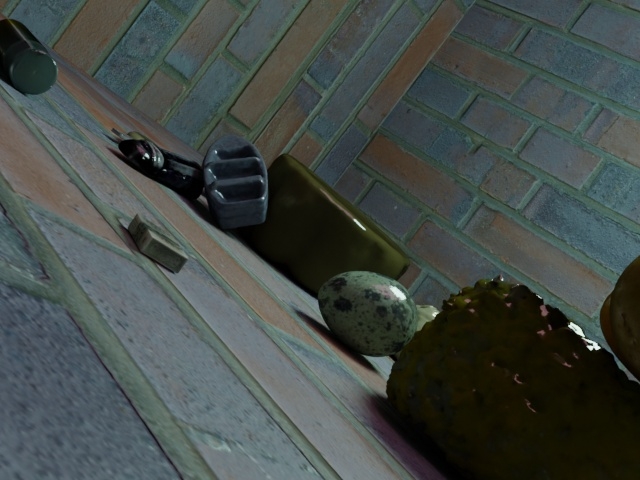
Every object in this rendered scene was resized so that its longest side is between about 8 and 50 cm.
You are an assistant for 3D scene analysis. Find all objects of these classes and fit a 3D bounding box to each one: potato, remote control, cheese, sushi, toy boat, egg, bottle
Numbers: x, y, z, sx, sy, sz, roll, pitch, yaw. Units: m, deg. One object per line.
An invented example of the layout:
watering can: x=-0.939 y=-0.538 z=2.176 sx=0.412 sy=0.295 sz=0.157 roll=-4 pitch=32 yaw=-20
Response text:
potato: x=0.392 y=0.087 z=0.925 sx=0.158 sy=0.204 sz=0.178 roll=4 pitch=10 yaw=-42
remote control: x=-0.298 y=-0.148 z=1.645 sx=0.090 sy=0.066 sz=0.266 roll=37 pitch=2 yaw=21
cheese: x=-0.385 y=-0.203 z=1.781 sx=0.097 sy=0.037 sz=0.192 roll=37 pitch=3 yaw=14
sushi: x=0.288 y=0.229 z=1.103 sx=0.396 sy=0.240 sz=0.351 roll=42 pitch=4 yaw=30
toy boat: x=-0.171 y=-0.126 z=1.698 sx=0.283 sy=0.127 sz=0.078 roll=-107 pitch=-171 yaw=-55
egg: x=0.075 y=0.115 z=1.367 sx=0.172 sy=0.132 sz=0.132 roll=26 pitch=5 yaw=-12
bottle: x=-0.534 y=-0.330 z=1.513 sx=0.082 sy=0.082 sz=0.286 roll=36 pitch=4 yaw=-36

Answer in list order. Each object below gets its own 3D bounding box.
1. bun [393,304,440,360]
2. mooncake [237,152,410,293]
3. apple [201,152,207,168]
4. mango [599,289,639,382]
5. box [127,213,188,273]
bun: x=0.221 y=0.208 z=1.738 sx=0.231 sy=0.133 sz=0.231 roll=36 pitch=4 yaw=-3
mooncake: x=0.000 y=0.000 z=1.816 sx=0.378 sy=0.201 sz=0.378 roll=40 pitch=6 yaw=-5
apple: x=-0.198 y=-0.151 z=2.015 sx=0.146 sy=0.163 sz=0.147 roll=-10 pitch=40 yaw=-22
mango: x=0.480 y=0.158 z=1.135 sx=0.252 sy=0.126 sz=0.154 roll=58 pitch=-1 yaw=32
box: x=-0.187 y=0.002 z=0.972 sx=0.054 sy=0.024 sz=0.083 roll=38 pitch=2 yaw=-30
